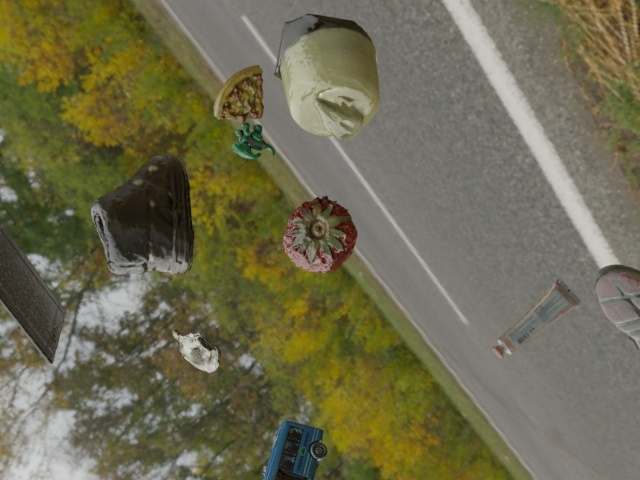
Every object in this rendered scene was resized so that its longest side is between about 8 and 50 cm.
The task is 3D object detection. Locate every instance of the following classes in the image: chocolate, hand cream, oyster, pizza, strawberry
[{"bbox_3d":[0.021,-0.471,1.953,0.314,0.326,0.297,115,162,-56],"label":"chocolate"},{"bbox_3d":[0.451,0.170,1.356,0.067,0.209,0.043,50,177,13],"label":"hand cream"},{"bbox_3d":[-0.361,0.312,1.899,0.191,0.081,0.163,34,140,10],"label":"oyster"},{"bbox_3d":[-0.187,-0.359,1.616,0.134,0.175,0.046,35,175,-40],"label":"pizza"},{"bbox_3d":[0.000,0.000,1.740,0.205,0.205,0.244,48,174,12],"label":"strawberry"}]

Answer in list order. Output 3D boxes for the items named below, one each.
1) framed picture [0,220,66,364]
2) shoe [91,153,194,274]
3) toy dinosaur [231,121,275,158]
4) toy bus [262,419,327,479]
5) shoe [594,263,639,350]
[{"bbox_3d":[-0.757,0.122,1.625,0.255,0.014,0.339,-117,3,-61],"label":"framed picture"},{"bbox_3d":[-0.450,-0.073,1.606,0.171,0.237,0.384,113,151,-43],"label":"shoe"},{"bbox_3d":[-0.173,-0.245,1.643,0.132,0.059,0.096,11,-124,-37],"label":"toy dinosaur"},{"bbox_3d":[-0.072,0.561,1.508,0.134,0.246,0.113,19,141,-1],"label":"toy bus"},{"bbox_3d":[0.615,0.131,1.216,0.291,0.114,0.137,47,-153,-25],"label":"shoe"}]
